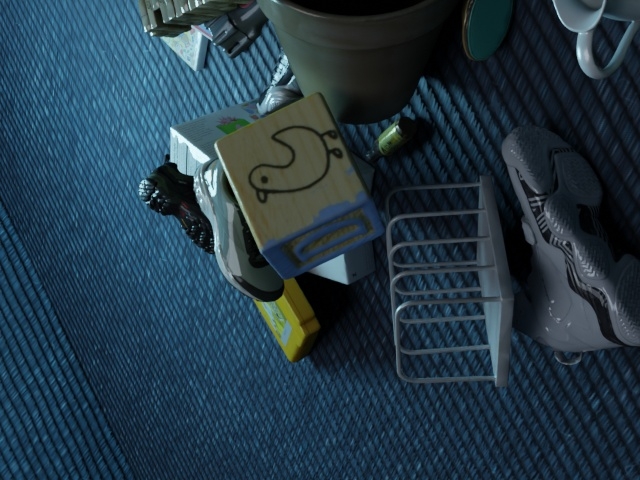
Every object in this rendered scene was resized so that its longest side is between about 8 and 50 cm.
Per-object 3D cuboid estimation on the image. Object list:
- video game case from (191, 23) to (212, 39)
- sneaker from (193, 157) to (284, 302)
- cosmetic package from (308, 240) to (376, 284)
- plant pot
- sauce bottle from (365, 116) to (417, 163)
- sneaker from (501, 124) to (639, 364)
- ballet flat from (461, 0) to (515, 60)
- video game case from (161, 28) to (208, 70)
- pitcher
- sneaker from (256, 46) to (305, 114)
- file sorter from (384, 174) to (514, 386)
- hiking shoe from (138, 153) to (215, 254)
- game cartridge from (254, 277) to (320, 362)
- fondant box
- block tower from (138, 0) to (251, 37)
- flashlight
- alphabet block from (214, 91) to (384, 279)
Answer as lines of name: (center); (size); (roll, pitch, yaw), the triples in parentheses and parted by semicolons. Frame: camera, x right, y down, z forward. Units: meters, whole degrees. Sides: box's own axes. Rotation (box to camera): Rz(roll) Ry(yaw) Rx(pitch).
video game case: (-0.190, -0.497, 1.975); (0.204, 0.025, 0.285); (33, 144, -8)
sneaker: (-0.131, -0.020, 1.772); (0.108, 0.100, 0.271); (-22, 91, 50)
cosmetic package: (0.000, 0.000, 2.037); (0.231, 0.085, 0.117); (16, 122, 46)
plant pot: (0.057, -0.344, 1.617); (0.323, 0.323, 0.280); (44, 154, 29)
sauce bottle: (0.122, -0.174, 1.819); (0.042, 0.042, 0.128); (61, 146, 8)
sneaker: (0.344, 0.019, 1.549); (0.366, 0.137, 0.210); (59, 142, 6)
ballet flat: (0.251, -0.384, 1.525); (0.073, 0.080, 0.232); (-112, 25, -54)
video game case: (-0.301, -0.510, 2.198); (0.206, 0.026, 0.227); (45, 139, 28)
pitcher: (0.375, -0.303, 1.272); (0.125, 0.207, 0.178); (7, 114, 51)
sneaker: (-0.051, -0.340, 1.910); (0.268, 0.101, 0.153); (-29, 79, 54)
file sorter: (0.194, 0.064, 1.596); (0.277, 0.173, 0.193); (-90, -5, -48)
hiking shoe: (-0.210, -0.064, 1.860); (0.227, 0.114, 0.086); (39, 144, -11)
game cartridge: (-0.101, 0.102, 2.151); (0.285, 0.053, 0.323); (59, 168, 12)
fondant box: (-0.095, -0.139, 1.950); (0.330, 0.238, 0.096); (39, 138, 34)
block tower: (-0.179, -0.440, 1.754); (0.335, 0.091, 0.097); (-16, 86, 39)
flashlight: (-0.084, -0.455, 1.792); (0.103, 0.103, 0.304); (38, 126, -25)
alphabet block: (-0.029, -0.080, 1.614); (0.193, 0.192, 0.197); (64, 180, -71)
